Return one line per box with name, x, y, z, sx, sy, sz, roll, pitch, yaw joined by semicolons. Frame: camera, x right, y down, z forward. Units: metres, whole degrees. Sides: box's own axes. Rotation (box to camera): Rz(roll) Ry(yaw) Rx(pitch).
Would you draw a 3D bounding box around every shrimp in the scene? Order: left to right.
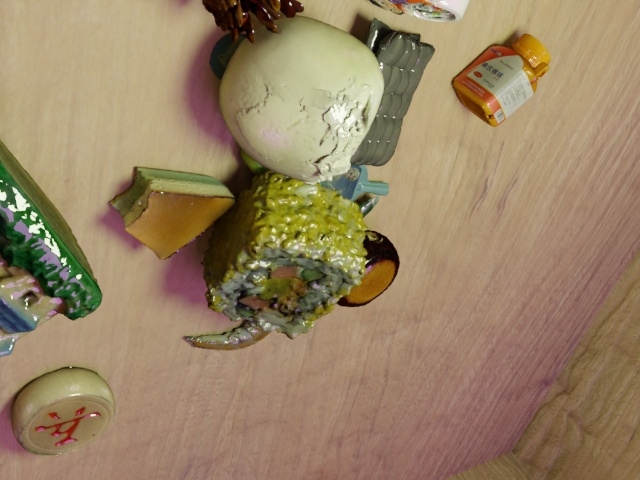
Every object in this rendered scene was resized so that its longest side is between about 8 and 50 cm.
shrimp;-0.220;0.234;1.981;0.287;0.068;0.185;-29;137;2

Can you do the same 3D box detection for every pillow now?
pillow;0.137;-0.326;1.622;0.228;0.101;0.326;-8;125;-57

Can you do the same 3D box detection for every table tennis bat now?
table tennis bat;0.088;-0.147;1.870;0.237;0.038;0.149;6;123;-38

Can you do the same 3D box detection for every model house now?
model house;-0.641;0.006;1.218;0.342;0.334;0.382;-33;131;-10

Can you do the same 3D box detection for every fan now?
fan;-0.156;-0.370;1.486;0.113;0.005;0.175;-50;140;13

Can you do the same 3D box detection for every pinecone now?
pinecone;-0.113;-0.489;1.221;0.264;0.264;0.264;-22;138;-21

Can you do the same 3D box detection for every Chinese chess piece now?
Chinese chess piece;-0.648;0.434;1.789;0.249;0.103;0.250;-20;137;-20

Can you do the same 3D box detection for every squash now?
squash;-0.118;-0.178;1.631;0.095;0.095;0.188;-45;139;7

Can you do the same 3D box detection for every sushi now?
sushi;-0.079;0.046;1.677;0.351;0.240;0.396;19;136;-29

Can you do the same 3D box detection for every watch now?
watch;0.211;-0.582;1.439;0.196;0.244;0.231;7;100;-45

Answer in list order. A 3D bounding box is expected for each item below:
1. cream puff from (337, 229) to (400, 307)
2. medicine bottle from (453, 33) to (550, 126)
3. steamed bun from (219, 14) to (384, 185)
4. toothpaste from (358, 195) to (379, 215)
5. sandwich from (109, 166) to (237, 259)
cream puff;0.101;0.073;1.981;0.239;0.165;0.239;-25;144;-20
medicine bottle;0.473;-0.420;1.821;0.222;0.149;0.112;-42;141;3
steamed bun;-0.052;-0.264;1.405;0.311;0.233;0.334;20;127;-7
toothpaste;0.000;0.000;1.916;0.392;0.061;0.099;-37;172;-4
sandwich;-0.322;-0.088;1.540;0.220;0.108;0.186;-37;142;0
